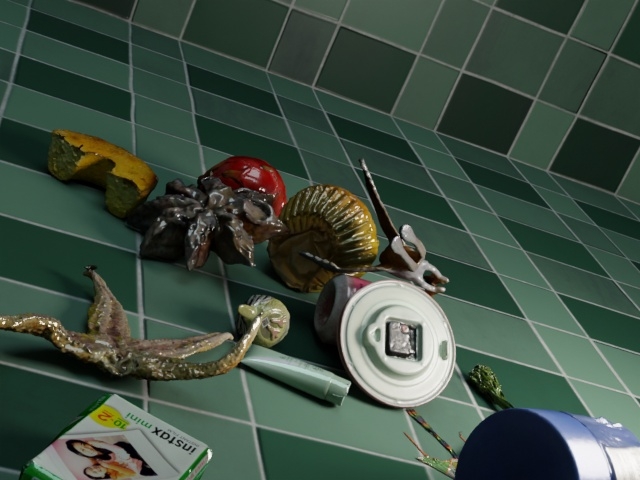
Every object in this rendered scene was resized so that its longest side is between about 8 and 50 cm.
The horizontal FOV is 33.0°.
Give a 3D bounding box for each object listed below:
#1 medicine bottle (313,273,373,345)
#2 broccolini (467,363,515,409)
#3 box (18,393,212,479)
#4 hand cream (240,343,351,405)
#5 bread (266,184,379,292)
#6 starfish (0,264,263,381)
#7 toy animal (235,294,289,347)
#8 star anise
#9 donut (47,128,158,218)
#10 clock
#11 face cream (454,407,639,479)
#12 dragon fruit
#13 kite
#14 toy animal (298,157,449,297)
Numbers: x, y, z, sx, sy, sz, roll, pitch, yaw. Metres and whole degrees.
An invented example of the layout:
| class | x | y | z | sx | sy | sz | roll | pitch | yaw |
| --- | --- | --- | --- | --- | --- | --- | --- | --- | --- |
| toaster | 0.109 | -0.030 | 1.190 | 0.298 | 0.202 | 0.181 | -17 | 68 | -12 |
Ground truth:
| class | x | y | z | sx | sy | sz | roll | pitch | yaw |
| --- | --- | --- | --- | --- | --- | --- | --- | --- | --- |
| medicine bottle | 0.120 | 0.159 | 2.110 | 0.247 | 0.147 | 0.147 | 17 | 22 | -18 |
| broccolini | 0.366 | 0.327 | 2.117 | 0.239 | 0.051 | 0.054 | 51 | -11 | 48 |
| box | -0.265 | 0.308 | 1.379 | 0.180 | 0.103 | 0.250 | 28 | 21 | 7 |
| hand cream | -0.048 | 0.230 | 1.888 | 0.205 | 0.050 | 0.078 | 22 | 22 | 7 |
| bread | 0.003 | -0.002 | 2.253 | 0.240 | 0.240 | 0.139 | 32 | 28 | 20 |
| starfish | -0.297 | 0.139 | 1.730 | 0.398 | 0.132 | 0.384 | 10 | 14 | -1 |
| toy animal | -0.120 | 0.138 | 1.960 | 0.137 | 0.098 | 0.098 | 32 | 12 | -38 |
| star anise | -0.229 | -0.042 | 2.180 | 0.332 | 0.117 | 0.331 | 5 | 27 | -2 |
| donut | -0.443 | -0.143 | 2.289 | 0.259 | 0.101 | 0.152 | 31 | 21 | 20 |
| clock | 0.143 | 0.189 | 1.995 | 0.244 | 0.056 | 0.244 | 8 | 68 | -20 |
| face cream | 0.370 | 0.390 | 1.675 | 0.225 | 0.249 | 0.249 | 14 | 22 | -38 |
| dragon fruit | -0.167 | -0.104 | 2.405 | 0.210 | 0.172 | 0.172 | 25 | 19 | -22 |
| kite | 0.234 | 0.372 | 1.905 | 0.198 | 0.006 | 0.244 | 7 | 26 | -37 |
| toy animal | 0.162 | 0.021 | 2.061 | 0.302 | 0.225 | 0.284 | 36 | -6 | -35 |
